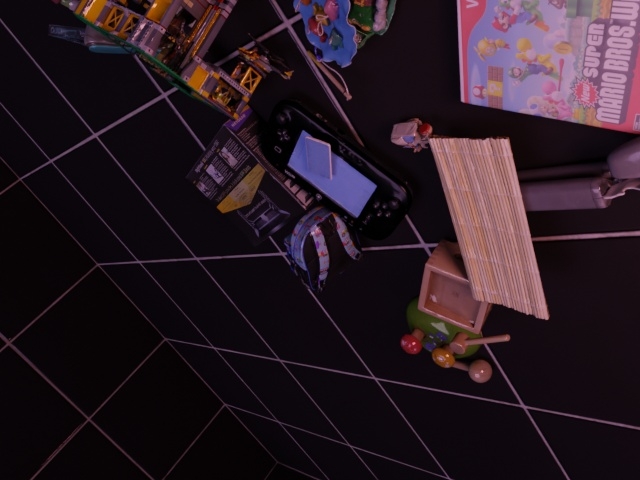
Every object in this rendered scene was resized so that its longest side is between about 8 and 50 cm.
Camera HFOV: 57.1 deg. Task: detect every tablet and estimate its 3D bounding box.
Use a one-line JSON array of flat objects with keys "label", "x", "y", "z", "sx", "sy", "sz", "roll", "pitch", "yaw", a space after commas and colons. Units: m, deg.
[{"label": "tablet", "x": -0.002, "y": -0.152, "z": 1.085, "sx": 0.054, "sy": 0.006, "sz": 0.083, "roll": 24, "pitch": 143, "yaw": 24}]

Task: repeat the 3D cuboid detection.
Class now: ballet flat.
[{"label": "ballet flat", "x": -0.360, "y": -0.402, "z": 1.180, "sx": 0.213, "sy": 0.068, "sz": 0.072, "roll": 3, "pitch": 177, "yaw": -21}]

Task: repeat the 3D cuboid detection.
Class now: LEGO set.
[{"label": "LEGO set", "x": -0.217, "y": -0.365, "z": 0.995, "sx": 0.255, "sy": 0.192, "sz": 0.331, "roll": 33, "pitch": -178, "yaw": 41}]

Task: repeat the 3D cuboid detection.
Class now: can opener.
[{"label": "can opener", "x": 0.366, "y": -0.096, "z": 0.797, "sx": 0.283, "sy": 0.076, "sz": 0.095, "roll": 0, "pitch": 128, "yaw": 51}]

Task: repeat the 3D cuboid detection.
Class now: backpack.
[{"label": "backpack", "x": 0.000, "y": 0.000, "z": 1.256, "sx": 0.117, "sy": 0.158, "sz": 0.173, "roll": 38, "pitch": 156, "yaw": 38}]

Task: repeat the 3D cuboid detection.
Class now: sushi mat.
[{"label": "sushi mat", "x": 0.265, "y": -0.019, "z": 0.925, "sx": 0.151, "sy": 0.019, "sz": 0.317, "roll": 11, "pitch": 129, "yaw": 52}]

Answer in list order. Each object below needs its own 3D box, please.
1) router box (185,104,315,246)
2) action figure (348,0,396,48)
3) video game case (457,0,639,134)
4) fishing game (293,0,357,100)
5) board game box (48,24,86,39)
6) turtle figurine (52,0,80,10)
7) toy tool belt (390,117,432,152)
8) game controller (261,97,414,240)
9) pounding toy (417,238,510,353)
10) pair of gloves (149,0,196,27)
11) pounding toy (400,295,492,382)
[{"label": "router box", "x": -0.158, "y": -0.132, "z": 1.340, "sx": 0.243, "sy": 0.081, "sz": 0.309, "roll": 46, "pitch": 150, "yaw": -9}, {"label": "action figure", "x": 0.065, "y": -0.364, "z": 0.808, "sx": 0.137, "sy": 0.063, "sz": 0.232, "roll": 33, "pitch": 150, "yaw": 19}, {"label": "video game case", "x": 0.306, "y": -0.239, "z": 0.728, "sx": 0.285, "sy": 0.025, "sz": 0.204, "roll": 20, "pitch": 144, "yaw": 32}, {"label": "fishing game", "x": -0.008, "y": -0.344, "z": 0.875, "sx": 0.189, "sy": 0.041, "sz": 0.264, "roll": 55, "pitch": 166, "yaw": 25}, {"label": "board game box", "x": -0.488, "y": -0.440, "z": 1.290, "sx": 0.186, "sy": 0.126, "sz": 0.026, "roll": 18, "pitch": 101, "yaw": 33}, {"label": "turtle figurine", "x": -0.440, "y": -0.523, "z": 1.059, "sx": 0.266, "sy": 0.274, "sz": 0.198, "roll": 7, "pitch": 95, "yaw": 30}, {"label": "toy tool belt", "x": 0.160, "y": -0.173, "z": 0.968, "sx": 0.051, "sy": 0.052, "sz": 0.083, "roll": 24, "pitch": 168, "yaw": -39}, {"label": "game controller", "x": 0.026, "y": -0.132, "z": 1.125, "sx": 0.319, "sy": 0.067, "sz": 0.166, "roll": 38, "pitch": 132, "yaw": 6}, {"label": "pounding toy", "x": 0.290, "y": 0.123, "z": 1.136, "sx": 0.181, "sy": 0.094, "sz": 0.206, "roll": 22, "pitch": 136, "yaw": 22}, {"label": "pair of gloves", "x": -0.283, "y": -0.514, "z": 1.028, "sx": 0.204, "sy": 0.042, "sz": 0.240, "roll": 34, "pitch": 151, "yaw": 6}, {"label": "pounding toy", "x": 0.264, "y": 0.242, "z": 1.317, "sx": 0.183, "sy": 0.110, "sz": 0.237, "roll": 2, "pitch": 132, "yaw": 48}]
